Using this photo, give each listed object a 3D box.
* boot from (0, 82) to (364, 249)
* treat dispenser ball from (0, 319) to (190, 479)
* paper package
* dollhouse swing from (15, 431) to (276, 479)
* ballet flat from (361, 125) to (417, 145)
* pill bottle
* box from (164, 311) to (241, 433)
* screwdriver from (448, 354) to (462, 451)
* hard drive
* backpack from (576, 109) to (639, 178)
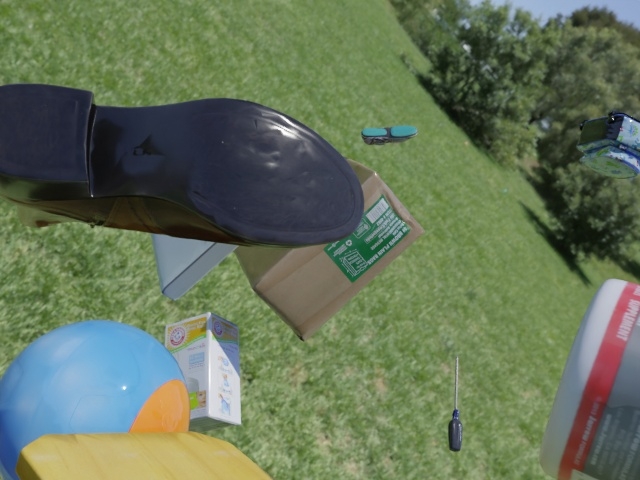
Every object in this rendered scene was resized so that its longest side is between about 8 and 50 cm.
[{"bbox_3d":[-0.128,-0.024,0.532,0.280,0.264,0.096,150,-60,-71],"label":"boot"},{"bbox_3d":[-0.343,0.264,0.970,0.288,0.288,0.288,44,18,-18],"label":"treat dispenser ball"},{"bbox_3d":[0.000,0.000,1.322,0.168,0.325,0.309,48,-1,-22],"label":"paper package"},{"bbox_3d":[-0.167,0.396,0.705,0.347,0.305,0.315,15,77,-44],"label":"dollhouse swing"},{"bbox_3d":[0.141,-0.212,1.310,0.041,0.114,0.041,-1,90,-83],"label":"ballet flat"},{"bbox_3d":[0.313,0.143,0.435,0.283,0.161,0.161,19,2,27],"label":"pill bottle"},{"bbox_3d":[-0.230,0.258,1.247,0.103,0.114,0.203,40,39,-53],"label":"box"},{"bbox_3d":[0.236,0.279,1.107,0.025,0.024,0.170,24,56,-15],"label":"screwdriver"},{"bbox_3d":[-0.232,-0.055,1.188,0.040,0.203,0.307,41,13,-38],"label":"hard drive"},{"bbox_3d":[0.483,-0.146,1.031,0.114,0.084,0.105,19,-3,-10],"label":"backpack"}]
